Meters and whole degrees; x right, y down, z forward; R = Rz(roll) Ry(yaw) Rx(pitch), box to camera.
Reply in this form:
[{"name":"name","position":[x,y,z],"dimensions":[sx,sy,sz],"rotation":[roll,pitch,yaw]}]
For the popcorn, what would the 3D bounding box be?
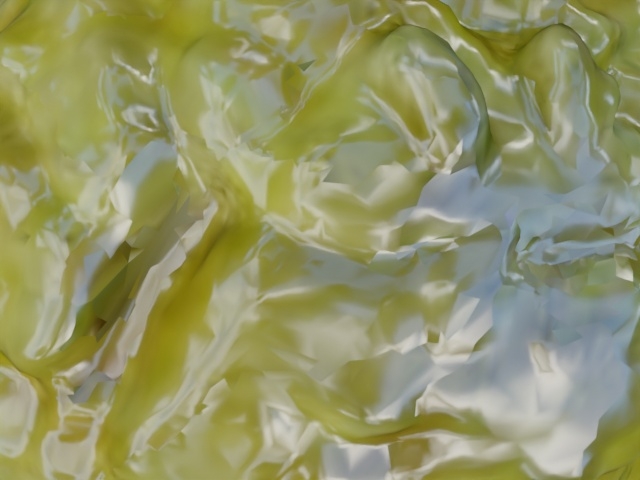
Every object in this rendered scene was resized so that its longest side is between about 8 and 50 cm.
[{"name":"popcorn","position":[-0.002,-0.008,0.583],"dimensions":[0.249,0.225,0.249],"rotation":[-13,132,-15]}]
